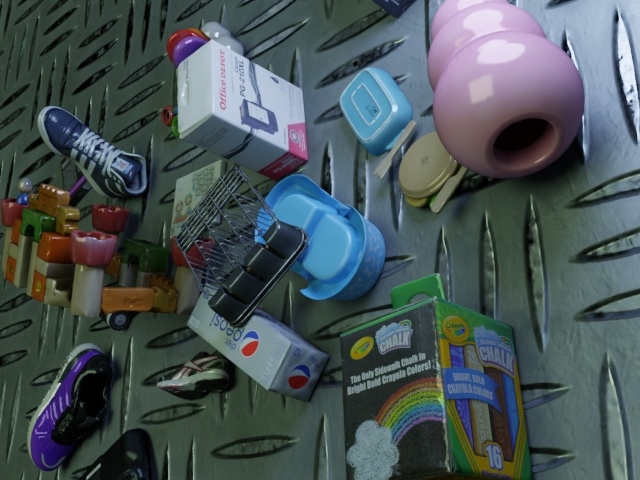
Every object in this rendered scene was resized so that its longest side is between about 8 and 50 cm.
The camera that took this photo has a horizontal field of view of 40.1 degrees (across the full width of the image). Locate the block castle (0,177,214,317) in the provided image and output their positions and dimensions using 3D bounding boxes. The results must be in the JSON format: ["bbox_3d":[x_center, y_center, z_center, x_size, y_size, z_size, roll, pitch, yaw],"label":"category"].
[{"bbox_3d":[-0.457,0.002,1.807,0.453,0.303,0.213,18,102,49],"label":"block castle"}]

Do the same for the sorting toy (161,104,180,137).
[{"bbox_3d":[-0.323,-0.277,2.005,0.102,0.042,0.061,44,122,35],"label":"sorting toy"}]

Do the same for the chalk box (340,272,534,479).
[{"bbox_3d":[0.149,0.192,1.181,0.180,0.179,0.289,-24,56,40],"label":"chalk box"}]

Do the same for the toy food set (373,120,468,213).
[{"bbox_3d":[0.175,-0.115,1.401,0.132,0.038,0.192,-55,37,4],"label":"toy food set"}]

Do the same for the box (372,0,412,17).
[{"bbox_3d":[0.143,-0.619,1.542,0.294,0.182,0.296,-39,49,27],"label":"box"}]

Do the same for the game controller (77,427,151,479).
[{"bbox_3d":[-0.444,0.519,1.774,0.319,0.067,0.166,-45,31,24],"label":"game controller"}]

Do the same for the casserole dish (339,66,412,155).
[{"bbox_3d":[0.090,-0.233,1.538,0.114,0.037,0.188,-47,46,23],"label":"casserole dish"}]

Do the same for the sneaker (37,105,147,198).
[{"bbox_3d":[-0.508,-0.201,2.000,0.153,0.282,0.099,5,55,41],"label":"sneaker"}]

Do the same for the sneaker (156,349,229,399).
[{"bbox_3d":[-0.232,0.251,1.660,0.178,0.072,0.077,-14,51,34],"label":"sneaker"}]

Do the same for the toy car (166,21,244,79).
[{"bbox_3d":[-0.267,-0.402,1.919,0.159,0.136,0.182,-53,43,16],"label":"toy car"}]

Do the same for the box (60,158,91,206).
[{"bbox_3d":[-0.635,-0.184,2.302,0.116,0.029,0.162,-41,49,26],"label":"box"}]

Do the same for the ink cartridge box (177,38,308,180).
[{"bbox_3d":[-0.144,-0.240,1.637,0.100,0.237,0.172,-28,54,36],"label":"ink cartridge box"}]

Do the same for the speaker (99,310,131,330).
[{"bbox_3d":[-0.475,0.152,1.962,0.136,0.055,0.055,29,95,49],"label":"speaker"}]

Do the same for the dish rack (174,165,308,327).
[{"bbox_3d":[-0.154,-0.003,1.549,0.208,0.074,0.271,-49,40,8],"label":"dish rack"}]

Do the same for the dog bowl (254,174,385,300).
[{"bbox_3d":[0.000,0.000,1.504,0.297,0.074,0.166,37,101,49],"label":"dog bowl"}]

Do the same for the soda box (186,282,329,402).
[{"bbox_3d":[-0.115,0.173,1.531,0.286,0.098,0.091,28,92,49],"label":"soda box"}]

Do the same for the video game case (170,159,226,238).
[{"bbox_3d":[-0.261,-0.085,1.863,0.157,0.019,0.143,-18,60,42],"label":"video game case"}]

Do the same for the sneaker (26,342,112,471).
[{"bbox_3d":[-0.533,0.377,1.888,0.146,0.102,0.294,25,92,49],"label":"sneaker"}]

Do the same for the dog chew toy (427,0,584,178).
[{"bbox_3d":[0.246,-0.246,1.261,0.206,0.206,0.332,-40,40,28],"label":"dog chew toy"}]
